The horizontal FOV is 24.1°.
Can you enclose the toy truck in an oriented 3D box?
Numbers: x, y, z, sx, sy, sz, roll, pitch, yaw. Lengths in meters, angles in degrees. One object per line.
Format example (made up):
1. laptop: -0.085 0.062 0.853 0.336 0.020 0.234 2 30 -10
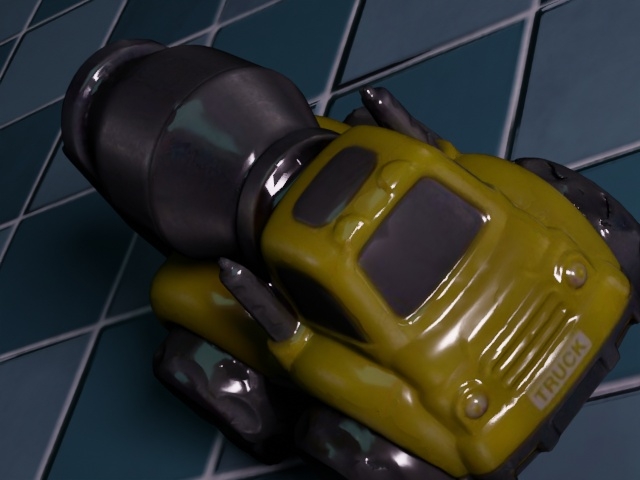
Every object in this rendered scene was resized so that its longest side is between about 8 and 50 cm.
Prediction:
1. toy truck: 0.000 0.000 0.559 0.147 0.165 0.224 -50 32 -12
